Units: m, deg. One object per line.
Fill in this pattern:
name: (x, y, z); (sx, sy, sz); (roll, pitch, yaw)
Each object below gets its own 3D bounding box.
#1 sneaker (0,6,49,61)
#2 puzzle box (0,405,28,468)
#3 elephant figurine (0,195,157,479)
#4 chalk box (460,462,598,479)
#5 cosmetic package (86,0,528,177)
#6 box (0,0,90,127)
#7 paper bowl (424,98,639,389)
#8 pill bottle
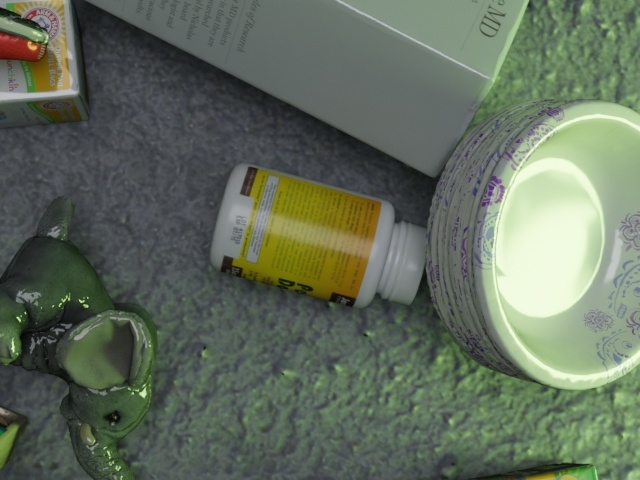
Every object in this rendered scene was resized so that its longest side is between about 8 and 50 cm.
sneaker: (-0.399, -0.179, 1.173); (0.278, 0.107, 0.118); (2, 99, -1)
puzzle box: (-0.485, 0.125, 1.106); (0.408, 0.272, 0.052); (24, 91, -4)
elephant figurine: (-0.228, 0.119, 1.218); (0.239, 0.186, 0.169); (34, 36, -9)
chalk box: (0.215, 0.297, 1.216); (0.213, 0.132, 0.132); (-8, 81, -5)
cosmetic package: (-0.023, -0.281, 1.238); (0.453, 0.161, 0.230); (27, 51, 0)
box: (-0.349, -0.181, 1.265); (0.203, 0.103, 0.114); (-5, 81, -5)
paper bowl: (0.226, -0.001, 1.226); (0.284, 0.148, 0.284); (-5, 99, -32)
pill bottle: (0.000, 0.000, 1.256); (0.214, 0.117, 0.117); (15, 80, -2)
